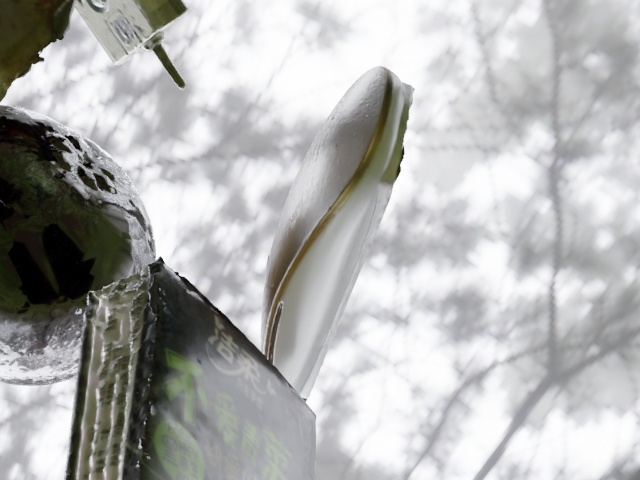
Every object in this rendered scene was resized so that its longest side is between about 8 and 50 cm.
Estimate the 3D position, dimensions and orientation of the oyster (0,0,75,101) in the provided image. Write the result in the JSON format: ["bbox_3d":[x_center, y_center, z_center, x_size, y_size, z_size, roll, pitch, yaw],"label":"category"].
[{"bbox_3d":[-0.258,-0.128,1.173,0.221,0.096,0.361,22,-96,-3],"label":"oyster"}]

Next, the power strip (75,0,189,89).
[{"bbox_3d":[-0.174,-0.222,1.434,0.034,0.092,0.268,-38,-84,-35],"label":"power strip"}]

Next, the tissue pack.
[{"bbox_3d":[-0.071,0.149,1.096,0.173,0.073,0.235,49,-152,-36],"label":"tissue pack"}]

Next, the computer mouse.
[{"bbox_3d":[0.000,0.000,1.212,0.056,0.245,0.126,16,-132,-3],"label":"computer mouse"}]

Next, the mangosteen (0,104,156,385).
[{"bbox_3d":[-0.226,0.016,1.414,0.216,0.216,0.216,11,-128,-14],"label":"mangosteen"}]
